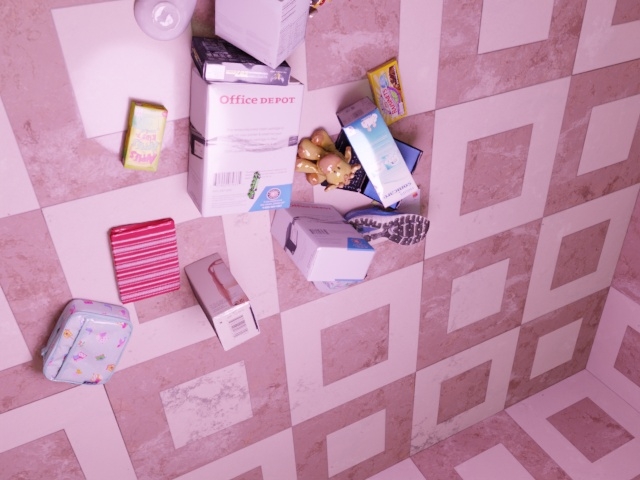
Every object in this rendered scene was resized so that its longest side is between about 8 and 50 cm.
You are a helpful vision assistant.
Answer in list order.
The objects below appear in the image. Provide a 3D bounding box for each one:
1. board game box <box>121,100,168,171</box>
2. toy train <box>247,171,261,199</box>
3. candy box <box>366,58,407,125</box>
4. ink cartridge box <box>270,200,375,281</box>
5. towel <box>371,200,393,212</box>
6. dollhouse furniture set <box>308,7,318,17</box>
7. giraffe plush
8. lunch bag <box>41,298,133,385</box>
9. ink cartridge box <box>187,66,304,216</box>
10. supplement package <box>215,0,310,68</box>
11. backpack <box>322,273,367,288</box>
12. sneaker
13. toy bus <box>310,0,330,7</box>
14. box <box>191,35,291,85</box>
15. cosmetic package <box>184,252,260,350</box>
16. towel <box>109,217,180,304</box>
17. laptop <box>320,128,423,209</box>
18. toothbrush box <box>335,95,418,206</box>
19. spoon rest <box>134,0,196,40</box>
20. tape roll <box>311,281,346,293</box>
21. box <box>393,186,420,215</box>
[{"bbox_3d":[-0.489,-0.287,1.621,0.092,0.043,0.181,3,117,-33],"label":"board game box"},{"bbox_3d":[-0.190,-0.156,1.680,0.017,0.024,0.083,5,118,-35],"label":"toy train"},{"bbox_3d":[0.224,-0.487,1.941,0.105,0.027,0.206,-28,130,-9],"label":"candy box"},{"bbox_3d":[0.000,0.000,1.931,0.223,0.307,0.129,2,120,-33],"label":"ink cartridge box"},{"bbox_3d":[0.235,-0.127,2.156,0.083,0.009,0.060,41,124,-19],"label":"towel"},{"bbox_3d":[-0.048,-0.702,1.545,0.242,0.161,0.212,-34,131,-8],"label":"dollhouse furniture set"},{"bbox_3d":[0.032,-0.234,1.866,0.210,0.170,0.182,19,109,-25],"label":"giraffe plush"},{"bbox_3d":[-0.735,0.326,1.823,0.224,0.108,0.279,18,108,-38],"label":"lunch bag"},{"bbox_3d":[-0.224,-0.290,1.699,0.285,0.166,0.395,-8,124,-28],"label":"ink cartridge box"},{"bbox_3d":[-0.143,-0.586,1.454,0.149,0.194,0.203,-52,169,-30],"label":"supplement package"},{"bbox_3d":[0.081,0.098,2.075,0.181,0.115,0.152,-11,127,-23],"label":"backpack"},{"bbox_3d":[0.239,-0.071,2.119,0.329,0.147,0.130,4,119,-13],"label":"sneaker"},{"bbox_3d":[0.002,-0.654,1.464,0.190,0.104,0.202,-9,132,0],"label":"toy bus"},{"bbox_3d":[-0.215,-0.479,1.555,0.232,0.183,0.059,-2,128,-24],"label":"box"},{"bbox_3d":[-0.318,0.189,1.866,0.129,0.296,0.153,-26,131,-16],"label":"cosmetic package"},{"bbox_3d":[-0.543,0.064,1.825,0.198,0.031,0.275,-14,127,-26],"label":"towel"},{"bbox_3d":[0.173,-0.248,1.990,0.264,0.136,0.234,7,114,-35],"label":"laptop"},{"bbox_3d":[0.177,-0.285,1.851,0.126,0.216,0.296,-29,113,8],"label":"toothbrush box"},{"bbox_3d":[-0.348,-0.620,1.484,0.276,0.084,0.137,-34,131,9],"label":"spoon rest"},{"bbox_3d":[0.052,0.088,2.176,0.219,0.072,0.219,-15,126,-22],"label":"tape roll"},{"bbox_3d":[0.315,-0.102,2.236,0.145,0.038,0.186,-21,129,-18],"label":"box"}]
